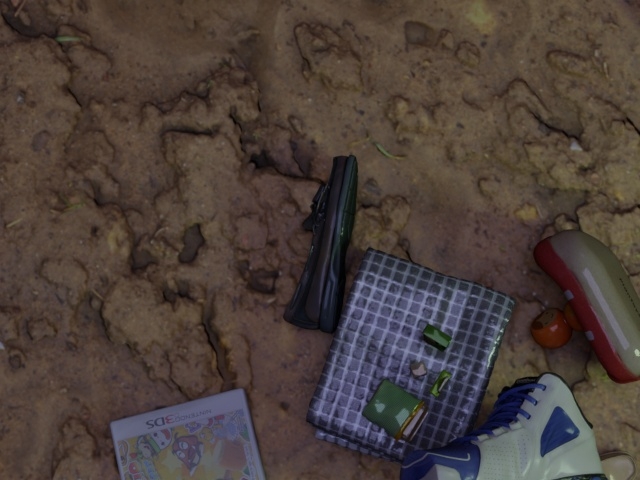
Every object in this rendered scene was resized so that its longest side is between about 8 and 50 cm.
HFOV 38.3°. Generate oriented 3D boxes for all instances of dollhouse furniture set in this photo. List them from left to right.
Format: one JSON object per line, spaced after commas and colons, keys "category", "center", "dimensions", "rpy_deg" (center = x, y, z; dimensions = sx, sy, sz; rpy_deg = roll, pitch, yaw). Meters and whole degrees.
{"category": "dollhouse furniture set", "center": [0.121, 0.188, 1.211], "dimensions": [0.076, 0.058, 0.152], "rpy_deg": [32, 82, 12]}

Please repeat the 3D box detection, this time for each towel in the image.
{"category": "towel", "center": [0.126, 0.176, 1.302], "dimensions": [0.235, 0.121, 0.284], "rpy_deg": [18, 81, 8]}

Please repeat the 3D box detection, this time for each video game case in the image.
{"category": "video game case", "center": [-0.184, 0.349, 1.339], "dimensions": [0.206, 0.026, 0.227], "rpy_deg": [-15, 79, 1]}

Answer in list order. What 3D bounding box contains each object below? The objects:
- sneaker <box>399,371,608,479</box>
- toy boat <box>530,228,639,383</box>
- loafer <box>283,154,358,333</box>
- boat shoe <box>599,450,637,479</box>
{"category": "sneaker", "center": [0.241, 0.261, 1.194], "dimensions": [0.315, 0.127, 0.182], "rpy_deg": [10, 64, -27]}
{"category": "toy boat", "center": [0.366, 0.103, 1.306], "dimensions": [0.151, 0.151, 0.231], "rpy_deg": [-31, 77, 27]}
{"category": "loafer", "center": [0.000, 0.000, 1.360], "dimensions": [0.084, 0.096, 0.267], "rpy_deg": [6, 82, 11]}
{"category": "boat shoe", "center": [0.369, 0.347, 1.284], "dimensions": [0.170, 0.059, 0.063], "rpy_deg": [-28, 79, -1]}
